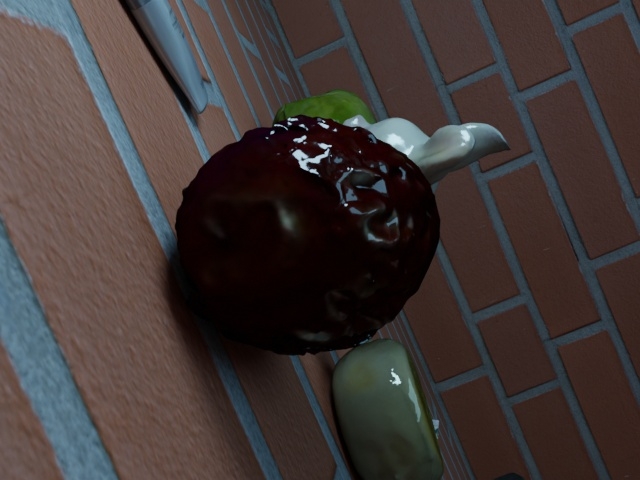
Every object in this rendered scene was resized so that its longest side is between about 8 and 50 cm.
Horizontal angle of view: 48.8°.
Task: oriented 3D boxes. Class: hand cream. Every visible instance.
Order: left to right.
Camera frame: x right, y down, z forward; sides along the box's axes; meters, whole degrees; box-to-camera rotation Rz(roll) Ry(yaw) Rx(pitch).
[{"bbox_3d":[-0.209,-0.280,0.907,0.079,0.048,0.255,-96,164,-50],"label":"hand cream"}]

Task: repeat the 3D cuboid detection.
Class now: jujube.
[{"bbox_3d":[0.000,0.000,0.758,0.259,0.258,0.376,67,13,3],"label":"jujube"}]

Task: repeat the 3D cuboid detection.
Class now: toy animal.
[{"bbox_3d":[0.089,-0.062,1.044,0.241,0.367,0.196,53,30,6],"label":"toy animal"}]

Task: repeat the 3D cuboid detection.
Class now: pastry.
[{"bbox_3d":[0.107,0.278,1.101,0.265,0.133,0.265,-22,90,-83],"label":"pastry"}]

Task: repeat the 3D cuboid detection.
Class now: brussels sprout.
[{"bbox_3d":[0.024,-0.178,1.520,0.328,0.246,0.328,-8,90,-87],"label":"brussels sprout"}]

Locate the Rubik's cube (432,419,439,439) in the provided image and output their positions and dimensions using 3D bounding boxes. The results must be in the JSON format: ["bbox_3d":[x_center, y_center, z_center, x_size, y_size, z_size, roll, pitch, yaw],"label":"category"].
[{"bbox_3d":[0.274,0.497,1.831,0.073,0.084,0.075,58,27,-28],"label":"Rubik's cube"}]

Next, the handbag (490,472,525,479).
[{"bbox_3d":[0.360,0.649,1.331,0.341,0.247,0.240,-112,177,-64],"label":"handbag"}]
